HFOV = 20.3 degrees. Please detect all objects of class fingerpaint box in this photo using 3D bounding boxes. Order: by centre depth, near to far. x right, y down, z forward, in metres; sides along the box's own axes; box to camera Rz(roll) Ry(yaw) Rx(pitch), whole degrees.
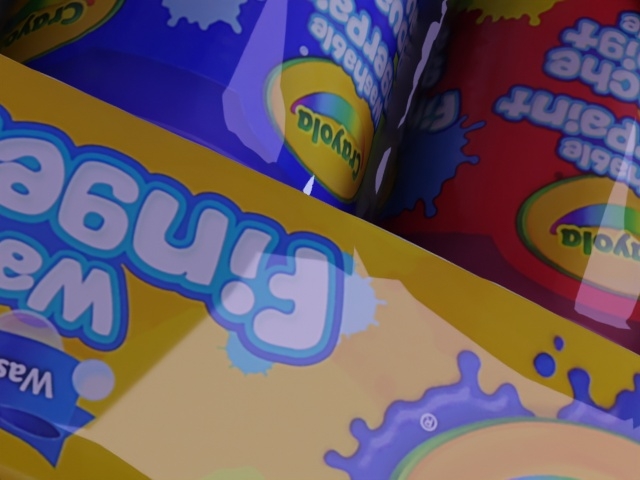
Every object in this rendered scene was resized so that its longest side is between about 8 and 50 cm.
[{"bbox_3d":[-0.044,-0.052,0.635,0.445,0.163,0.371,25,62,-10],"label":"fingerpaint box"}]
